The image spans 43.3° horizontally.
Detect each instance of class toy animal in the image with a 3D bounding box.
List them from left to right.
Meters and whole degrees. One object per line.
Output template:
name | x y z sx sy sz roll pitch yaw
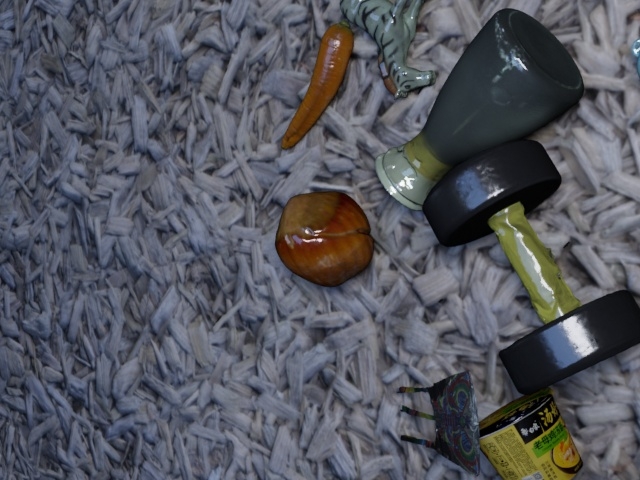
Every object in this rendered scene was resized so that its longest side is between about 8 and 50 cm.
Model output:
toy animal | 0.124 -0.378 1.343 0.170 0.089 0.255 -39 67 37

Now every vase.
vase | 0.225 -0.185 1.237 0.321 0.173 0.173 -42 68 39

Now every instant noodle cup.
instant noodle cup | 0.312 0.309 1.216 0.151 0.151 0.122 -32 82 35

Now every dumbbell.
dumbbell | 0.302 0.037 1.159 0.203 0.203 0.323 -37 71 34

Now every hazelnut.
hazelnut | 0.000 0.000 1.418 0.182 0.182 0.182 3 96 38

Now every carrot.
carrot | -0.004 -0.271 1.470 0.066 0.062 0.271 23 115 0

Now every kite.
kite | 0.180 0.288 1.300 0.285 0.015 0.152 153 114 -70

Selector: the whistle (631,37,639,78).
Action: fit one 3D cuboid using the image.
whistle | 0.518 -0.183 1.047 0.274 0.093 0.186 45 118 23
